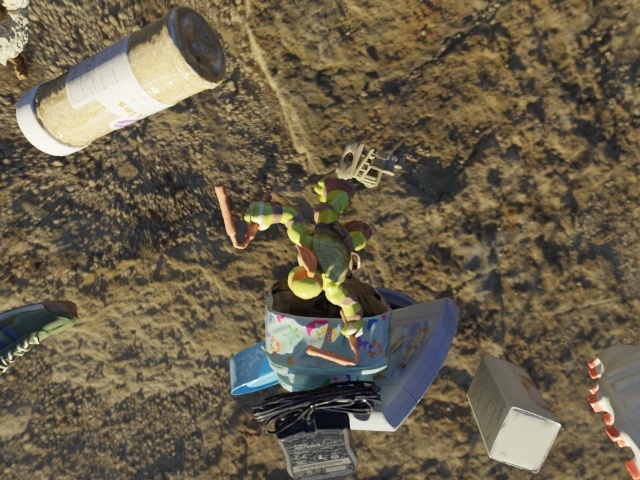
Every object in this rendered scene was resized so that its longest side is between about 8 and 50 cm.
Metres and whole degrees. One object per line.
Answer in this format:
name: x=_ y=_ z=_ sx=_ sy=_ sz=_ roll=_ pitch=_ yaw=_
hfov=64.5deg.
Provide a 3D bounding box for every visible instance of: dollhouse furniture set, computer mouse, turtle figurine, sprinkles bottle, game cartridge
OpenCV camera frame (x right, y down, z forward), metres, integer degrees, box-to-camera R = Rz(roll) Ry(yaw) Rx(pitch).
dollhouse furniture set: x=0.163 y=-0.172 z=1.301 sx=0.182 sy=0.161 sz=0.101 roll=10 pitch=106 yaw=-43
computer mouse: x=0.000 y=0.302 z=0.812 sx=0.189 sy=0.072 sz=0.272 roll=-7 pitch=131 yaw=-3
turtle figurine: x=0.000 y=0.000 z=0.627 sx=0.087 sy=0.217 sz=0.269 roll=-29 pitch=108 yaw=31
sprinkles bottle: x=-0.322 y=-0.241 z=0.803 sx=0.356 sy=0.121 sz=0.121 roll=-14 pitch=112 yaw=27
game cartridge: x=0.147 y=0.228 z=0.971 sx=0.062 sy=0.198 sz=0.297 roll=48 pitch=53 yaw=-9

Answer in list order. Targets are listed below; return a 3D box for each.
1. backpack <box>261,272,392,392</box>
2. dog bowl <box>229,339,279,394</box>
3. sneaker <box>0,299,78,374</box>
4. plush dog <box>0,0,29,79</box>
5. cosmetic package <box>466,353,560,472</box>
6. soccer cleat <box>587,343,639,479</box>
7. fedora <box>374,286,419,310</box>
backpack: x=0.011 y=0.158 z=0.877 sx=0.225 sy=0.253 sz=0.190 roll=2 pitch=92 yaw=-5
dog bowl: x=-0.063 y=0.244 z=1.094 sx=0.297 sy=0.166 sz=0.074 roll=-24 pitch=69 yaw=9
sneaker: x=-0.397 y=0.138 z=0.621 sx=0.192 sy=0.064 sz=0.086 roll=-12 pitch=61 yaw=-23
plush dog: x=-0.723 y=-0.426 z=1.012 sx=0.225 sy=0.263 sz=0.210 roll=-28 pitch=116 yaw=-53
cosmetic package: x=0.499 y=0.444 z=1.346 sx=0.129 sy=0.296 sz=0.153 roll=19 pitch=105 yaw=1
soccer cleat: x=0.234 y=0.106 z=0.351 sx=0.076 sy=0.196 sz=0.068 roll=-31 pitch=82 yaw=24
fedora: x=0.156 y=0.249 z=1.292 sx=0.276 sy=0.124 sz=0.243 roll=22 pitch=81 yaw=-5
